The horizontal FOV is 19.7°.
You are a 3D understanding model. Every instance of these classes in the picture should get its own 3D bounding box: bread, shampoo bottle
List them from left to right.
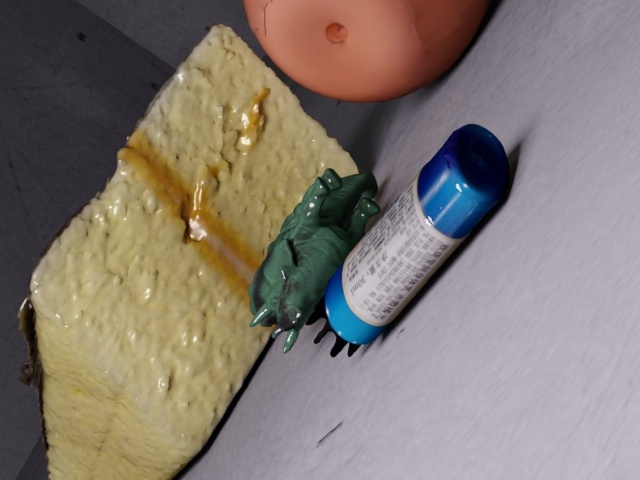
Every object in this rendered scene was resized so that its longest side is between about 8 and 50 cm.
[{"bbox_3d":[-0.169,0.069,1.729,0.405,0.242,0.346,-39,15,52],"label":"bread"},{"bbox_3d":[0.054,0.008,1.221,0.183,0.050,0.087,-50,12,32],"label":"shampoo bottle"}]

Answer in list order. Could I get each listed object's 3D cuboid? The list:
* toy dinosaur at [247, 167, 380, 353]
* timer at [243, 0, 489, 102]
[{"bbox_3d":[0.010,-0.010,1.476,0.120,0.079,0.292,-47,8,39],"label":"toy dinosaur"},{"bbox_3d":[0.043,-0.244,1.661,0.229,0.229,0.215,-48,12,45],"label":"timer"}]
